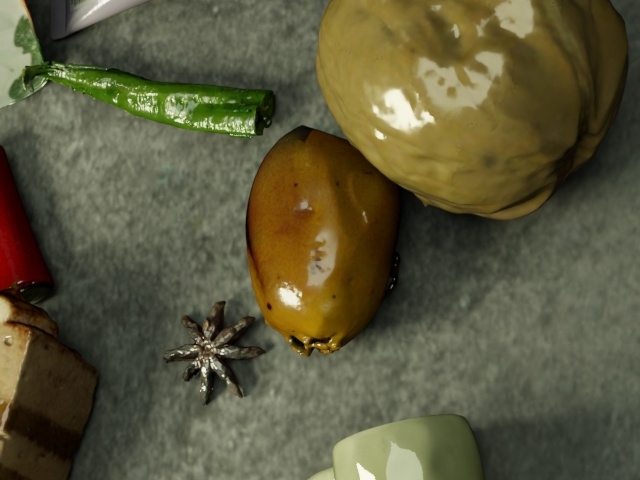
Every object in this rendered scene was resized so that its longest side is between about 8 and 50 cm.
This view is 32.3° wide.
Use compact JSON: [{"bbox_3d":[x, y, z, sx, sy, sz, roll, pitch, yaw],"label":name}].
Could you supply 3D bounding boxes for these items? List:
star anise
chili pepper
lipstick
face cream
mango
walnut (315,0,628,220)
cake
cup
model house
[{"bbox_3d":[-0.140,0.142,1.442,0.141,0.042,0.141,-3,73,11],"label":"star anise"},{"bbox_3d":[-0.241,-0.200,1.550,0.359,0.076,0.085,10,57,12],"label":"chili pepper"},{"bbox_3d":[-0.445,-0.024,1.543,0.080,0.080,0.241,-27,70,4],"label":"lipstick"},{"bbox_3d":[-0.287,-0.395,1.619,0.274,0.096,0.154,-11,74,23],"label":"face cream"},{"bbox_3d":[0.000,0.000,1.393,0.201,0.152,0.287,-10,68,24],"label":"mango"},{"bbox_3d":[0.180,-0.212,1.331,0.384,0.383,0.383,-4,73,12],"label":"walnut"},{"bbox_3d":[-0.421,0.201,1.416,0.196,0.199,0.293,7,71,20],"label":"cake"},{"bbox_3d":[0.073,0.328,1.266,0.255,0.173,0.202,-15,70,8],"label":"cup"},{"bbox_3d":[-0.535,-0.365,1.587,0.190,0.271,0.301,-22,53,-9],"label":"model house"}]
